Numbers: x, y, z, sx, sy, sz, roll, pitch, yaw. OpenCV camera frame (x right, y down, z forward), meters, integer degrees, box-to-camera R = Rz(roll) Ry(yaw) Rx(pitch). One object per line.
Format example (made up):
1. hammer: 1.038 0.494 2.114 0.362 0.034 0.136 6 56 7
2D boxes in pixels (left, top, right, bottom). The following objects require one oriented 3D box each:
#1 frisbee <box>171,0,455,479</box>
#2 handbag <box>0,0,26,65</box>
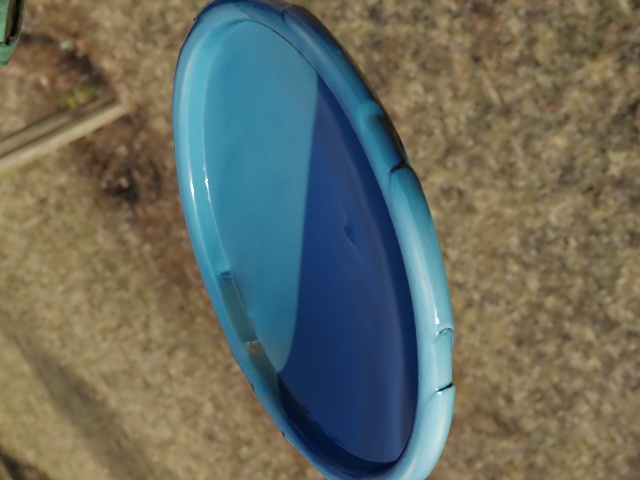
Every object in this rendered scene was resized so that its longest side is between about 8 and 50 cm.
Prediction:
1. frisbee: 0.000 0.000 0.710 0.242 0.045 0.242 43 144 43
2. handbag: -0.269 -0.125 0.741 0.274 0.268 0.100 -120 23 -73
